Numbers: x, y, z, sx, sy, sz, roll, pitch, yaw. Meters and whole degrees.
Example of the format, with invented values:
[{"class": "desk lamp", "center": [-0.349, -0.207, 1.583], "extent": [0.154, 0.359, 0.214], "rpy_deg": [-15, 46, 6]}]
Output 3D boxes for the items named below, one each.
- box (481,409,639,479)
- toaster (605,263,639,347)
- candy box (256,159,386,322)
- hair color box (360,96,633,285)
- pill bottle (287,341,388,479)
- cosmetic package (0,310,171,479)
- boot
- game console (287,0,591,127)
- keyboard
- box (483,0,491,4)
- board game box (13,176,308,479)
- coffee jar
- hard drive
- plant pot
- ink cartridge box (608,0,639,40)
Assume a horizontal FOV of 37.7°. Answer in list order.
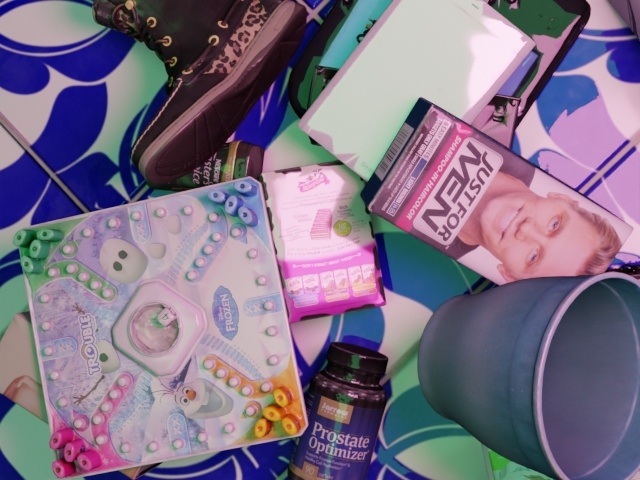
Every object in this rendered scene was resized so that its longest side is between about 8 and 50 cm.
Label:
[{"class": "box", "center": [0.381, 0.350, 1.371], "extent": [0.262, 0.127, 0.231], "rpy_deg": [-13, 88, 10]}, {"class": "toaster", "center": [0.498, 0.082, 1.333], "extent": [0.186, 0.168, 0.110], "rpy_deg": [-9, 91, 12]}, {"class": "candy box", "center": [0.000, 0.000, 1.449], "extent": [0.159, 0.071, 0.233], "rpy_deg": [-9, 89, -11]}, {"class": "hair color box", "center": [0.250, -0.042, 1.346], "extent": [0.347, 0.105, 0.173], "rpy_deg": [29, 101, -12]}, {"class": "pill bottle", "center": [0.032, 0.273, 1.439], "extent": [0.123, 0.123, 0.219], "rpy_deg": [15, 93, 10]}, {"class": "cosmetic package", "center": [-0.365, 0.240, 1.500], "extent": [0.296, 0.153, 0.129], "rpy_deg": [31, 94, 11]}, {"class": "boot", "center": [-0.232, -0.287, 1.443], "extent": [0.284, 0.138, 0.377], "rpy_deg": [34, 71, 12]}, {"class": "game console", "center": [0.172, -0.286, 1.448], "extent": [0.342, 0.060, 0.386], "rpy_deg": [34, 96, 9]}, {"class": "keyboard", "center": [0.142, -0.220, 1.418], "extent": [0.317, 0.033, 0.201], "rpy_deg": [10, 99, 4]}, {"class": "box", "center": [0.275, -0.455, 1.398], "extent": [0.114, 0.036, 0.207], "rpy_deg": [43, 72, 8]}, {"class": "board game box", "center": [-0.245, 0.131, 1.388], "extent": [0.390, 0.050, 0.389], "rpy_deg": [-12, 85, 7]}, {"class": "coffee jar", "center": [-0.183, -0.119, 1.503], "extent": [0.185, 0.079, 0.096], "rpy_deg": [7, 91, 10]}, {"class": "hard drive", "center": [0.138, -0.229, 1.382], "extent": [0.203, 0.040, 0.307], "rpy_deg": [39, 99, 0]}, {"class": "plant pot", "center": [0.276, 0.168, 1.242], "extent": [0.255, 0.272, 0.271], "rpy_deg": [4, 91, 52]}, {"class": "ink cartridge box", "center": [0.525, -0.353, 1.289], "extent": [0.198, 0.115, 0.272], "rpy_deg": [-28, 52, 9]}]
